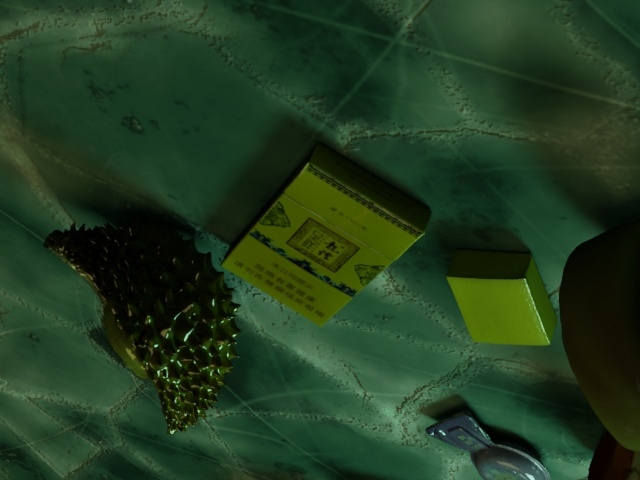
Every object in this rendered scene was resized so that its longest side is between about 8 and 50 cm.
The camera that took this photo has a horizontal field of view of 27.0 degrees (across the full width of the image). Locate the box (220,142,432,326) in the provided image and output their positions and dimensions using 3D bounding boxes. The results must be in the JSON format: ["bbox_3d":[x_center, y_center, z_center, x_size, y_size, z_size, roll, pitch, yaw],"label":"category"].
[{"bbox_3d":[0.000,0.000,1.569,0.153,0.041,0.279,32,145,-9],"label":"box"}]

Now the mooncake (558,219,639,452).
[{"bbox_3d":[0.340,0.107,1.346,0.235,0.234,0.117,39,142,-21],"label":"mooncake"}]

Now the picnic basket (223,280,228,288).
[{"bbox_3d":[-0.159,0.089,1.739,0.072,0.083,0.072,16,145,12],"label":"picnic basket"}]

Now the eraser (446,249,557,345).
[{"bbox_3d":[0.207,0.066,1.526,0.097,0.045,0.122,1,138,29],"label":"eraser"}]

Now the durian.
[{"bbox_3d":[-0.214,0.079,1.666,0.306,0.172,0.166,48,143,5],"label":"durian"}]

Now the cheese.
[{"bbox_3d":[0.238,0.296,1.817,0.191,0.042,0.105,37,142,-14],"label":"cheese"}]

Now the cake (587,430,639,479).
[{"bbox_3d":[0.406,0.334,1.603,0.158,0.262,0.159,15,125,5],"label":"cake"}]
